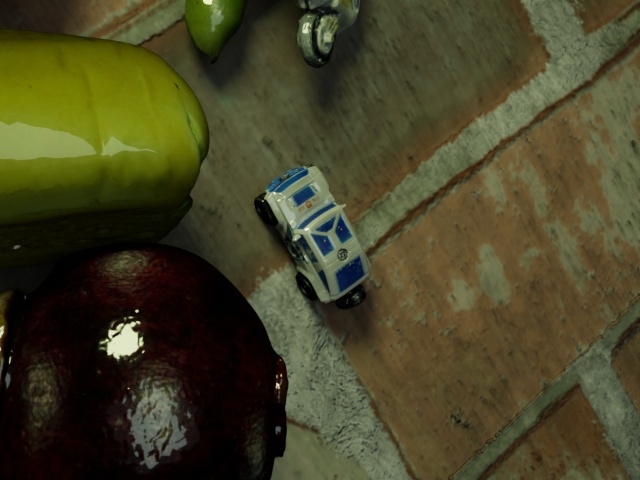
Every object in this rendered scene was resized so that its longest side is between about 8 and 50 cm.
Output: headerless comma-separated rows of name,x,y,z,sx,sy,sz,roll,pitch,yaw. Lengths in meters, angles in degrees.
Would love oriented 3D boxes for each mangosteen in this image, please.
mangosteen,-0.203,0.153,0.935,0.347,0.307,0.306,2,90,-2

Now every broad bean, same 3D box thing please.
broad bean,-0.087,-0.343,1.099,0.098,0.056,0.318,12,82,-27

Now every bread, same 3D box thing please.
bread,-0.293,-0.083,0.901,0.377,0.251,0.208,-3,76,-25

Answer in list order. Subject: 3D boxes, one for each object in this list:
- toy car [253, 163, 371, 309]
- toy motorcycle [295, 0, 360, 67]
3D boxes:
toy car,0.000,0.000,1.143,0.080,0.070,0.170,-34,106,-23
toy motorcycle,0.004,-0.311,1.114,0.151,0.074,0.228,-38,126,-55
